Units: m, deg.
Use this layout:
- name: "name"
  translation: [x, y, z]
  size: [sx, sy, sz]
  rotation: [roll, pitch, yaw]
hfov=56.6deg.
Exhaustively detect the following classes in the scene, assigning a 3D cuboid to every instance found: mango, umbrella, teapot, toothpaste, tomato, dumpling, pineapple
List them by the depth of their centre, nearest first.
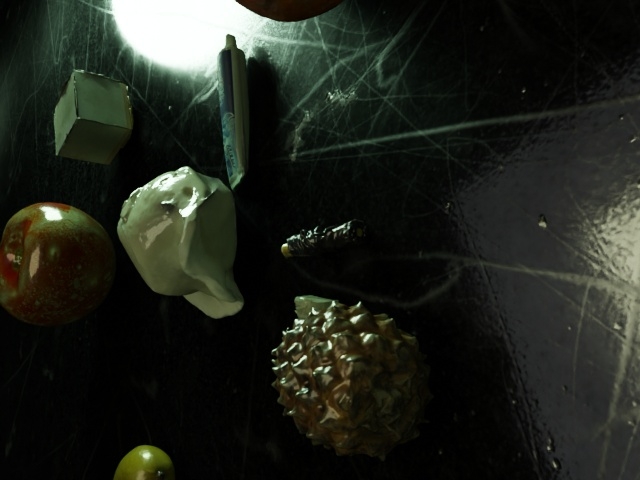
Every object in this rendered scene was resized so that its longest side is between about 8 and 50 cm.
- name: "pineapple"
  translation: [0.022, 0.144, 0.644]
  size: [0.193, 0.166, 0.166]
  rotation: [23, 101, 56]
- name: "teapot"
  translation: [-0.006, 0.113, 0.762]
  size: [0.067, 0.057, 0.083]
  rotation: [135, 137, -86]
- name: "umbrella"
  translation: [0.000, 0.000, 0.781]
  size: [0.144, 0.037, 0.040]
  rotation: [-14, 86, 45]
- name: "dumpling"
  translation: [-0.210, 0.008, 0.971]
  size: [0.318, 0.187, 0.242]
  rotation: [12, 132, 58]
- name: "toothpaste"
  translation: [-0.143, -0.219, 0.990]
  size: [0.069, 0.047, 0.268]
  rotation: [-14, 76, 35]
- name: "mango"
  translation: [-0.314, 0.462, 1.033]
  size: [0.137, 0.091, 0.237]
  rotation: [41, 120, 52]
- name: "tomato"
  translation: [-0.569, 0.054, 1.305]
  size: [0.270, 0.223, 0.270]
  rotation: [-12, 70, 36]

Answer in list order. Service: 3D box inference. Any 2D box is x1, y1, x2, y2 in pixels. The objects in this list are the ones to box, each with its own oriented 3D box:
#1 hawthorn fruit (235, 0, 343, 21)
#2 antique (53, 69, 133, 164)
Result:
- name: "hawthorn fruit"
  translation: [-0.060, -0.406, 0.771]
  size: [0.263, 0.235, 0.231]
  rotation: [13, 91, 42]
- name: "antique"
  translation: [-0.512, -0.276, 1.353]
  size: [0.152, 0.148, 0.146]
  rotation: [-39, 55, 40]
